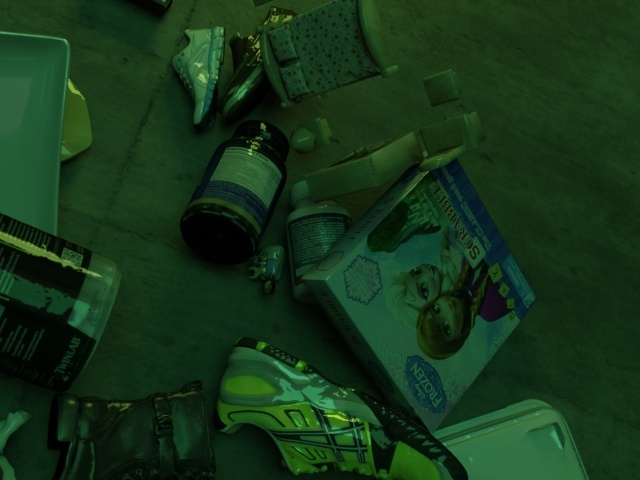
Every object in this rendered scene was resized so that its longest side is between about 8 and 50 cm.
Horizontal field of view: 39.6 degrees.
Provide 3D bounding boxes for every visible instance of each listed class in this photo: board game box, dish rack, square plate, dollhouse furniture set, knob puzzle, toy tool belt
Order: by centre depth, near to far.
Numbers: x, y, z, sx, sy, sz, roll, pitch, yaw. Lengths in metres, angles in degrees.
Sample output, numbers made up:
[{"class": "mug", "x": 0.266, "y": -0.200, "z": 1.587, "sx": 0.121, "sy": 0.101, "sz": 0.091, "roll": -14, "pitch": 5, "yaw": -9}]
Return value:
[{"class": "square plate", "x": -0.535, "y": -0.126, "z": 1.232, "sx": 0.344, "sy": 0.049, "sz": 0.347, "roll": 4, "pitch": 95, "yaw": -17}, {"class": "dollhouse furniture set", "x": 0.033, "y": -0.257, "z": 1.305, "sx": 0.174, "sy": 0.303, "sz": 0.355, "roll": -34, "pitch": 107, "yaw": -53}, {"class": "knob puzzle", "x": -0.442, "y": -0.184, "z": 1.358, "sx": 0.213, "sy": 0.030, "sz": 0.213, "roll": 7, "pitch": 68, "yaw": -16}, {"class": "dish rack", "x": 0.287, "y": 0.408, "z": 1.364, "sx": 0.333, "sy": 0.072, "sz": 0.285, "roll": -13, "pitch": 76, "yaw": -21}, {"class": "board game box", "x": 0.167, "y": 0.076, "z": 1.380, "sx": 0.318, "sy": 0.066, "sz": 0.318, "roll": -46, "pitch": 114, "yaw": -27}, {"class": "toy tool belt", "x": -0.088, "y": 0.044, "z": 1.389, "sx": 0.051, "sy": 0.052, "sz": 0.083, "roll": 6, "pitch": 61, "yaw": 17}]

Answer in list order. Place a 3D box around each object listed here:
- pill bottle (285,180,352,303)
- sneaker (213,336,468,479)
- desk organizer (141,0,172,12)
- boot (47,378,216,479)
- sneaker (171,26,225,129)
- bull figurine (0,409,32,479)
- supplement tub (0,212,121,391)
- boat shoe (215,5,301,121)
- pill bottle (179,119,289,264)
[{"class": "pill bottle", "x": 0.000, "y": 0.000, "z": 1.396, "sx": 0.108, "sy": 0.108, "sz": 0.180, "roll": -1, "pitch": 71, "yaw": -19}, {"class": "sneaker", "x": 0.025, "y": 0.282, "z": 1.284, "sx": 0.385, "sy": 0.145, "sz": 0.147, "roll": 26, "pitch": 82, "yaw": 10}, {"class": "desk organizer", "x": -0.310, "y": -0.421, "z": 1.480, "sx": 0.130, "sy": 0.050, "sz": 0.047, "roll": 26, "pitch": 64, "yaw": -8}, {"class": "boot", "x": -0.250, "y": 0.317, "z": 1.207, "sx": 0.229, "sy": 0.091, "sz": 0.262, "roll": 6, "pitch": 75, "yaw": -25}, {"class": "sneaker", "x": -0.204, "y": -0.266, "z": 1.458, "sx": 0.083, "sy": 0.071, "sz": 0.190, "roll": 4, "pitch": 66, "yaw": -3}, {"class": "bull figurine", "x": -0.467, "y": 0.292, "z": 1.111, "sx": 0.311, "sy": 0.101, "sz": 0.188, "roll": 19, "pitch": 59, "yaw": 1}, {"class": "supplement tub", "x": -0.439, "y": 0.058, "z": 1.156, "sx": 0.316, "sy": 0.193, "sz": 0.193, "roll": 26, "pitch": 64, "yaw": -18}, {"class": "boat shoe", "x": -0.115, "y": -0.301, "z": 1.486, "sx": 0.095, "sy": 0.095, "sz": 0.257, "roll": 32, "pitch": 54, "yaw": 2}, {"class": "pill bottle", "x": -0.122, "y": -0.080, "z": 1.366, "sx": 0.123, "sy": 0.123, "sz": 0.219, "roll": 26, "pitch": 51, "yaw": -8}]
